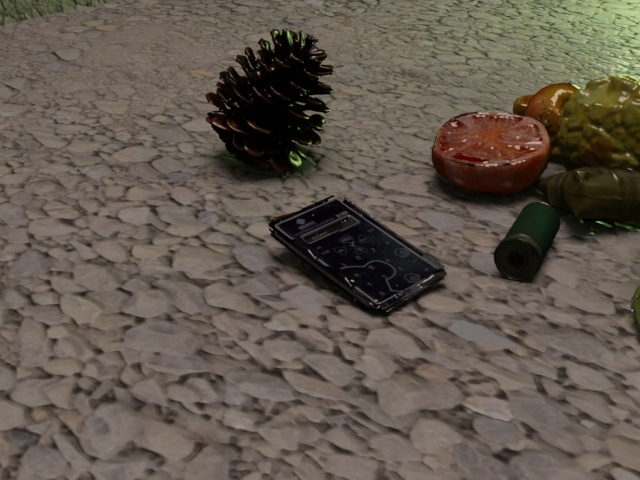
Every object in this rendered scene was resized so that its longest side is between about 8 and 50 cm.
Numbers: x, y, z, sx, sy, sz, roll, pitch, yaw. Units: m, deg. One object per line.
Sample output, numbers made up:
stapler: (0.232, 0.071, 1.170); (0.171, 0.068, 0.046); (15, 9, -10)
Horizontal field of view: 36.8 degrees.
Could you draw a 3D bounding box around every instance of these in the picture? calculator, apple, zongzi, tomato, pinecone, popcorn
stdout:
calculator: (0.058, 0.016, 1.532); (0.166, 0.028, 0.274); (-27, 47, -32)
apple: (0.475, -0.243, 1.892); (0.147, 0.146, 0.146); (-2, 29, 1)
zongzi: (0.500, -0.082, 1.685); (0.205, 0.094, 0.204); (2, 5, -10)
tomato: (0.316, -0.155, 1.803); (0.237, 0.095, 0.236); (-3, 32, 2)
pinecone: (-0.087, -0.281, 1.873); (0.246, 0.292, 0.246); (27, 26, -15)
popcorn: (0.541, -0.185, 1.741); (0.235, 0.216, 0.181); (41, 18, 17)

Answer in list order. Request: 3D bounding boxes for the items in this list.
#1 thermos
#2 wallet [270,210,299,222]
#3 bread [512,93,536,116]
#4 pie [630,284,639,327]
thermos: (0.341, -0.005, 1.559); (0.073, 0.083, 0.188); (30, 36, 11)
wallet: (0.000, 0.000, 1.605); (0.095, 0.026, 0.176); (-18, 37, -30)
bread: (0.449, -0.288, 2.080); (0.062, 0.049, 0.103); (13, 30, 10)
pie: (0.583, 0.100, 1.346); (0.306, 0.071, 0.306); (-1, 27, 1)
